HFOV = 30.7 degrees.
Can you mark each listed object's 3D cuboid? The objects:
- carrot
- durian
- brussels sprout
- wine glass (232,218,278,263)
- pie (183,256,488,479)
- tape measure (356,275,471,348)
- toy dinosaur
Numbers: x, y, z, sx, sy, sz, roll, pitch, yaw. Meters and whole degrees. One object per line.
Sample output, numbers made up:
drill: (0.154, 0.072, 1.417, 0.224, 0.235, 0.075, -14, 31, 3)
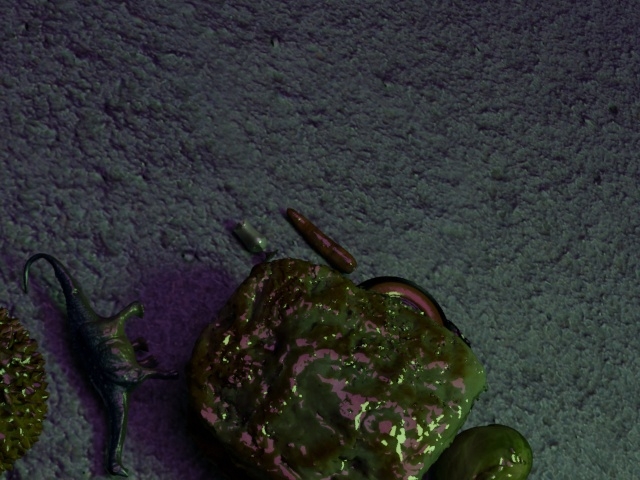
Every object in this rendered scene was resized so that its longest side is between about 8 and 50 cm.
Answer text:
carrot: (-0.001, 0.001, 2.059, 0.165, 0.035, 0.035, 41, 46, 2)
durian: (-0.482, 0.172, 1.489, 0.293, 0.258, 0.258, 36, 45, 9)
brussels sprout: (0.261, 0.380, 1.885, 0.131, 0.145, 0.183, 40, 85, -36)
wine glass: (-0.114, 0.003, 1.982, 0.083, 0.042, 0.039, 44, 8, 6)
pie: (0.019, 0.222, 1.728, 0.418, 0.180, 0.395, 23, 57, 10)
tape measure: (0.120, 0.168, 1.951, 0.223, 0.135, 0.202, 47, 56, 8)
toy dinosaur: (-0.308, 0.164, 1.711, 0.147, 0.076, 0.363, -17, 72, -33)
